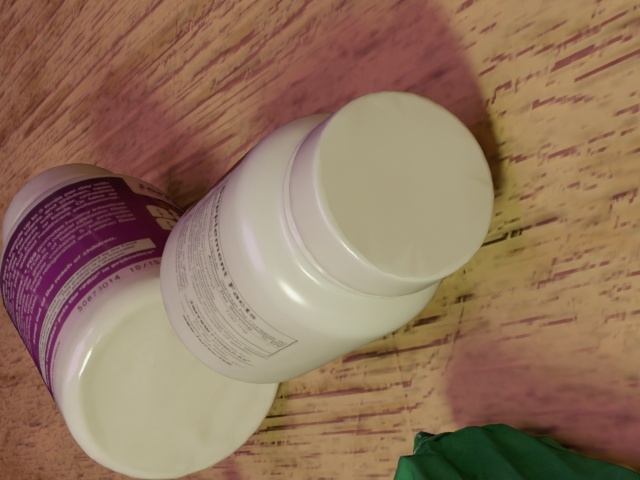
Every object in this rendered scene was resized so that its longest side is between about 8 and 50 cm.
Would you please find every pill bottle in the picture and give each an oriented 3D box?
[{"bbox_3d":[0.000,0.000,0.833,0.229,0.131,0.131,146,117,-63],"label":"pill bottle"},{"bbox_3d":[-0.157,0.045,1.151,0.301,0.169,0.169,-136,47,-56],"label":"pill bottle"}]

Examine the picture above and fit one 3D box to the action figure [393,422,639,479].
[{"bbox_3d":[0.092,0.130,0.696,0.232,0.137,0.063,-154,49,-72],"label":"action figure"}]
